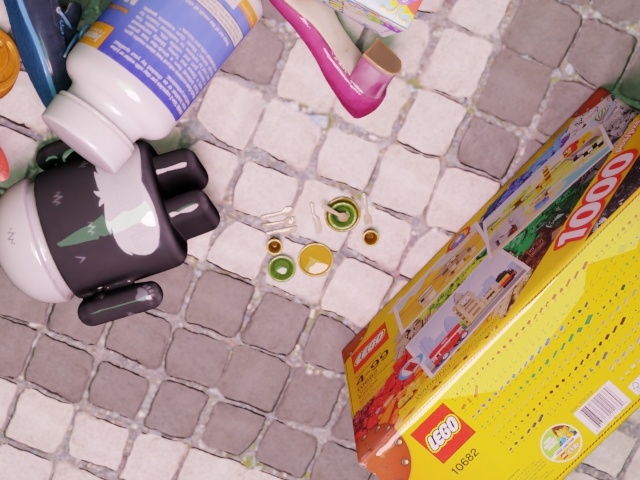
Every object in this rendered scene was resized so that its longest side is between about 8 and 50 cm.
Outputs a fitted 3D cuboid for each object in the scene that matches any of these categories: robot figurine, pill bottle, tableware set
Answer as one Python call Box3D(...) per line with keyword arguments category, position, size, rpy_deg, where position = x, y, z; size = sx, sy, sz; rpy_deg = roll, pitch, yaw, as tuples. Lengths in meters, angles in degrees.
Box3D(category="robot figurine", position=(-0.271, -0.024, 1.689), size=(0.278, 0.209, 0.174), rpy_deg=(-19, 124, 2))
Box3D(category="pill bottle", position=(-0.205, -0.217, 1.600), size=(0.152, 0.152, 0.272), rpy_deg=(40, 78, -13))
Box3D(category="tableware set", position=(0.000, 0.000, 1.781), size=(0.154, 0.024, 0.104), rpy_deg=(-12, 107, 0))

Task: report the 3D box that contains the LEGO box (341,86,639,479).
Box3D(category="LEGO box", position=(0.271, 0.083, 1.637), size=(0.193, 0.372, 0.500), rpy_deg=(42, 100, -12))

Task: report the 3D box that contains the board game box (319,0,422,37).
Box3D(category="board game box", position=(0.093, -0.396, 1.579), size=(0.142, 0.144, 0.275), rpy_deg=(28, 91, -10))

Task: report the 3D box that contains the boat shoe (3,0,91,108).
Box3D(category="boat shoe", position=(-0.328, -0.276, 1.644), size=(0.089, 0.109, 0.258), rpy_deg=(-21, 107, -25))

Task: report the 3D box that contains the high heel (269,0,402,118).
Box3D(category="high heel", position=(-0.011, -0.259, 1.695), size=(0.244, 0.082, 0.117), rpy_deg=(38, 142, -2))

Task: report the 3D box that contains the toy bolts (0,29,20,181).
Box3D(category="toy bolts", position=(-0.479, -0.147, 1.688), size=(0.218, 0.158, 0.228), rpy_deg=(-28, 98, -36))
